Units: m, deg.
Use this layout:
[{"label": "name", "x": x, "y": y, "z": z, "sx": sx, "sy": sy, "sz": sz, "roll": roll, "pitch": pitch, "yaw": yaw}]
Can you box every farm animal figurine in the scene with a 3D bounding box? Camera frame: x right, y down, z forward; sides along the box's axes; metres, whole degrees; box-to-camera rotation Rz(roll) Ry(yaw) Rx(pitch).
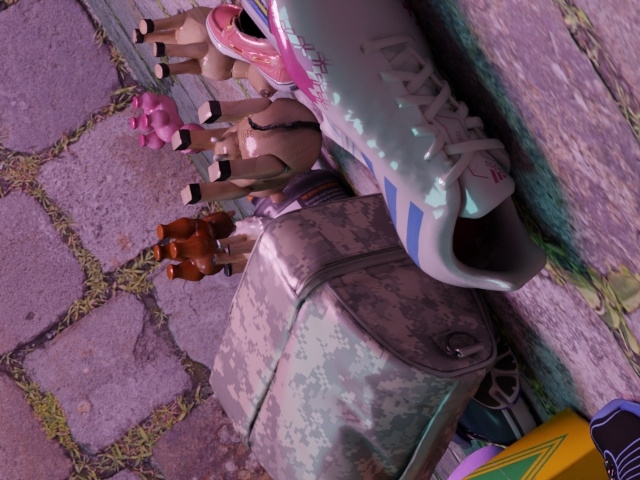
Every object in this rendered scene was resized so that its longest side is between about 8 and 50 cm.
[{"label": "farm animal figurine", "x": -0.091, "y": -0.117, "z": 1.788, "sx": 0.327, "sy": 0.172, "sz": 0.330, "roll": 7, "pitch": 102, "yaw": 64}]

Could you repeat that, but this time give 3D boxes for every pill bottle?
[{"label": "pill bottle", "x": 0.000, "y": 0.000, "z": 1.923, "sx": 0.245, "sy": 0.130, "sz": 0.130, "roll": 55, "pitch": 172, "yaw": 14}]

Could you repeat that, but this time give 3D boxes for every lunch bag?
[{"label": "lunch bag", "x": 0.043, "y": 0.141, "z": 1.609, "sx": 0.256, "sy": 0.213, "sz": 0.305, "roll": 55, "pitch": 138, "yaw": 33}]

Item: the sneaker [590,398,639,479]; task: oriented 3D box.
[{"label": "sneaker", "x": 0.269, "y": 0.205, "z": 1.250, "sx": 0.081, "sy": 0.090, "sz": 0.232, "roll": 59, "pitch": 171, "yaw": -21}]

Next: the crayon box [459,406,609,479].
[{"label": "crayon box", "x": 0.222, "y": 0.405, "z": 1.530, "sx": 0.363, "sy": 0.313, "sz": 0.106, "roll": 59, "pitch": 175, "yaw": -20}]

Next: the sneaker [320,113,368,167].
[{"label": "sneaker", "x": 0.048, "y": -0.093, "z": 1.318, "sx": 0.083, "sy": 0.071, "sz": 0.190, "roll": -6, "pitch": 133, "yaw": 40}]

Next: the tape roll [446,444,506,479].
[{"label": "tape roll", "x": 0.186, "y": 0.375, "z": 1.721, "sx": 0.090, "sy": 0.274, "sz": 0.275, "roll": 24, "pitch": 179, "yaw": -12}]

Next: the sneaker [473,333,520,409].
[{"label": "sneaker", "x": 0.183, "y": 0.134, "z": 1.666, "sx": 0.071, "sy": 0.068, "sz": 0.170, "roll": 43, "pitch": -172, "yaw": -29}]

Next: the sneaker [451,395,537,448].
[{"label": "sneaker", "x": 0.147, "y": 0.192, "z": 1.840, "sx": 0.126, "sy": 0.127, "sz": 0.321, "roll": 60, "pitch": 170, "yaw": -19}]

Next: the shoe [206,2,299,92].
[{"label": "shoe", "x": -0.078, "y": -0.238, "z": 1.695, "sx": 0.178, "sy": 0.063, "sz": 0.081, "roll": 43, "pitch": 164, "yaw": 40}]

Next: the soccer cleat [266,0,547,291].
[{"label": "soccer cleat", "x": 0.082, "y": -0.092, "z": 1.190, "sx": 0.143, "sy": 0.116, "sz": 0.331, "roll": 22, "pitch": 151, "yaw": 53}]

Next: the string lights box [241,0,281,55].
[{"label": "string lights box", "x": -0.026, "y": -0.246, "z": 1.266, "sx": 0.133, "sy": 0.077, "sz": 0.259, "roll": 53, "pitch": 172, "yaw": 27}]
